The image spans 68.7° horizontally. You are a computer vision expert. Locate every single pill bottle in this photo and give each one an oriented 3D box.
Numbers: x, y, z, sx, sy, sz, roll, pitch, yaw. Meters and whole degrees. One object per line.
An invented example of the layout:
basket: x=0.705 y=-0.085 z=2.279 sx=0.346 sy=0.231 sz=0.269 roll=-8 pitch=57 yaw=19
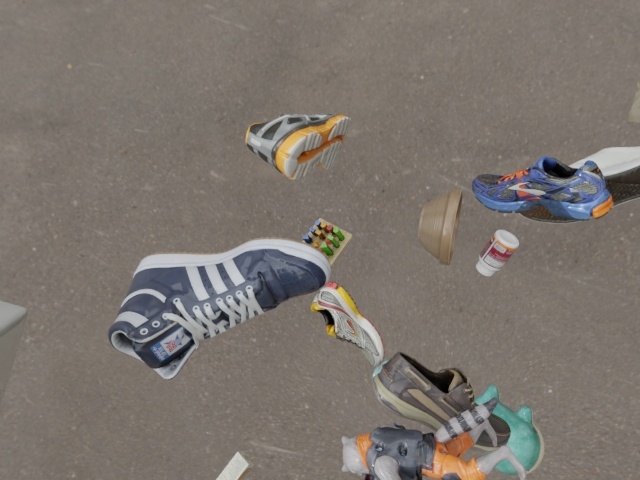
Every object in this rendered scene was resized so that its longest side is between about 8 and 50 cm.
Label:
pill bottle: x=0.590 y=0.045 z=1.574 sx=0.085 sy=0.152 sz=0.086 roll=14 pitch=38 yaw=-12

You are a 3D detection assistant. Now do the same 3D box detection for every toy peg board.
toy peg board: x=0.000 y=0.000 z=1.664 sx=0.160 sy=0.079 sz=0.161 roll=30 pitch=77 yaw=33

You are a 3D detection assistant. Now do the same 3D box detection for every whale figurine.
whale figurine: x=0.548 y=0.570 z=1.430 sx=0.216 sy=0.141 sz=0.272 roll=-49 pitch=34 yaw=23

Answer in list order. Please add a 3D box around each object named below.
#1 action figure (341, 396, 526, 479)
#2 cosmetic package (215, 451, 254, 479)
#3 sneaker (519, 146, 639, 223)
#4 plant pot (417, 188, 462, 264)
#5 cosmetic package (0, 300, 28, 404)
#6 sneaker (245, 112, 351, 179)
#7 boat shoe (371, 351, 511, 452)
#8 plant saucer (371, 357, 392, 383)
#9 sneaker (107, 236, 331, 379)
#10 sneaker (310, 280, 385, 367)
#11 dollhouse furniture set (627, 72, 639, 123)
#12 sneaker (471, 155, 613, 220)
action figure: x=0.202 y=0.414 z=0.965 sx=0.329 sy=0.341 sz=0.179 roll=-10 pitch=98 yaw=4
cosmetic package: x=-0.272 y=0.736 z=1.484 sx=0.060 sy=0.041 sz=0.115 roll=36 pitch=84 yaw=31
sneaker: x=0.527 y=-0.113 z=0.924 sx=0.289 sy=0.106 sz=0.123 roll=-12 pitch=25 yaw=16
plant pot: x=0.366 y=-0.048 z=1.447 sx=0.109 sy=0.237 sz=0.238 roll=10 pitch=67 yaw=18
cosmetic package: x=-0.345 y=0.125 z=0.339 sx=0.151 sy=0.184 sz=0.152 roll=19 pitch=97 yaw=-12
sneaker: x=-0.022 y=-0.145 z=0.654 sx=0.083 sy=0.215 sz=0.084 roll=26 pitch=113 yaw=16
boat shoe: x=0.293 y=0.365 z=1.065 sx=0.355 sy=0.132 sz=0.130 roll=25 pitch=102 yaw=-11
plant saucer: x=0.216 y=0.427 z=1.462 sx=0.119 sy=0.119 sz=0.021 roll=-43 pitch=26 yaw=-10
sneaker: x=-0.129 y=0.085 z=0.582 sx=0.281 sy=0.099 sz=0.153 roll=-6 pitch=41 yaw=17
sneaker: x=0.062 y=0.209 z=1.099 sx=0.092 sy=0.088 sz=0.225 roll=-39 pitch=89 yaw=-25
dollhouse furniture set: x=0.484 y=-0.113 z=0.593 sx=0.129 sy=0.129 sz=0.184 roll=2 pitch=109 yaw=-4
sneaker: x=0.345 y=-0.095 z=0.749 sx=0.083 sy=0.087 sz=0.221 roll=-34 pitch=29 yaw=-33
